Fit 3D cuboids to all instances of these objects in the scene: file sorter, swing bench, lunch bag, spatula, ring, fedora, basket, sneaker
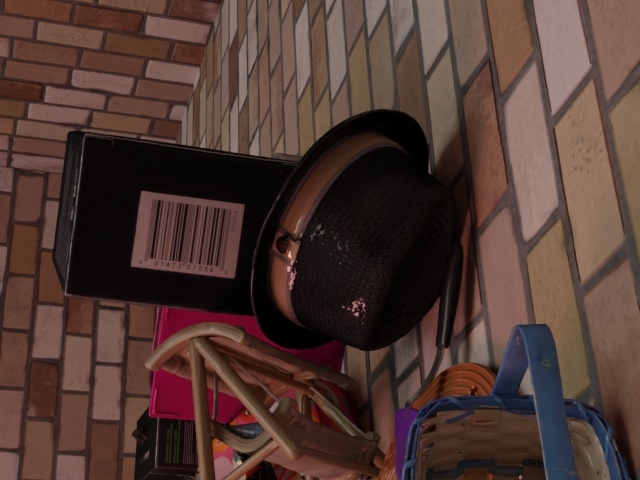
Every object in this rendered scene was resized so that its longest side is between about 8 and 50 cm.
[{"bbox_3d":[-0.127,0.173,1.886,0.182,0.291,0.202,-137,55,-74],"label":"file sorter"},{"bbox_3d":[-0.056,0.233,1.497,0.165,0.253,0.254,-39,53,18],"label":"swing bench"},{"bbox_3d":[-0.062,0.357,1.712,0.293,0.120,0.258,-45,32,20],"label":"lunch bag"},{"bbox_3d":[0.128,0.144,1.352,0.084,0.030,0.296,159,129,-70],"label":"spatula"},{"bbox_3d":[0.132,0.298,1.276,0.336,0.032,0.336,-161,90,-74],"label":"ring"},{"bbox_3d":[0.069,0.013,1.431,0.152,0.334,0.334,33,121,34],"label":"fedora"},{"bbox_3d":[0.168,0.239,0.963,0.289,0.201,0.255,103,167,-57],"label":"basket"},{"bbox_3d":[-0.090,0.345,1.614,0.075,0.057,0.161,94,165,-46],"label":"sneaker"}]

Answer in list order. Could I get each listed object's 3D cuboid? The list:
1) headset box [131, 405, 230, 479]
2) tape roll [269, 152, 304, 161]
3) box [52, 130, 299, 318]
[{"bbox_3d":[-0.188,0.362,2.035,0.246,0.283,0.131,130,143,-64],"label":"headset box"},{"bbox_3d":[0.000,0.000,1.720,0.246,0.169,0.246,-173,90,-75],"label":"tape roll"},{"bbox_3d":[-0.214,-0.032,1.638,0.395,0.293,0.212,-162,79,-73],"label":"box"}]
